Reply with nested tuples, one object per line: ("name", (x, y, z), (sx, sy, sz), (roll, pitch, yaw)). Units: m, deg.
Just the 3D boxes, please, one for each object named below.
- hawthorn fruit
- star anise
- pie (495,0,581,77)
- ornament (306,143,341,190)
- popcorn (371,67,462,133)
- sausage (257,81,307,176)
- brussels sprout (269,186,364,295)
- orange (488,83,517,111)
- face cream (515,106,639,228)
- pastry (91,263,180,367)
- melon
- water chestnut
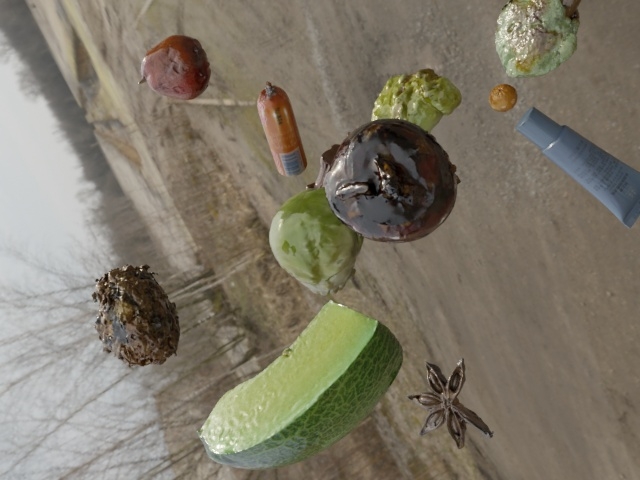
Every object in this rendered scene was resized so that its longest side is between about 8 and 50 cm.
("hawthorn fruit", (-0.377, -0.456, 1.554), (0.173, 0.179, 0.173), (-170, 90, -70))
("star anise", (0.290, 0.379, 1.371), (0.063, 0.172, 0.207), (8, -121, -61))
("pie", (0.636, -0.621, 1.739), (0.257, 0.106, 0.274), (10, 97, 40))
("ornament", (0.064, -0.166, 1.860), (0.217, 0.221, 0.235), (-57, 38, 43))
("popcorn", (0.292, -0.439, 1.880), (0.174, 0.286, 0.225), (20, -138, -43))
("sausage", (-0.107, -0.305, 1.600), (0.093, 0.093, 0.312), (52, 168, 32))
("brussels sprout", (-0.011, -0.008, 1.721), (0.242, 0.274, 0.316), (-75, 1, -72))
("orange", (0.541, -0.422, 1.744), (0.083, 0.083, 0.070), (52, -178, 31))
("face cream", (0.663, -0.195, 1.476), (0.385, 0.135, 0.086), (35, -179, -2))
("pastry", (-0.468, 0.191, 1.456), (0.274, 0.193, 0.275), (63, -177, -7))
("melon", (-0.030, 0.278, 1.045), (0.226, 0.343, 0.331), (38, 168, 7))
("water chestnut", (0.155, -0.131, 1.298), (0.300, 0.300, 0.300), (54, 163, 25))
